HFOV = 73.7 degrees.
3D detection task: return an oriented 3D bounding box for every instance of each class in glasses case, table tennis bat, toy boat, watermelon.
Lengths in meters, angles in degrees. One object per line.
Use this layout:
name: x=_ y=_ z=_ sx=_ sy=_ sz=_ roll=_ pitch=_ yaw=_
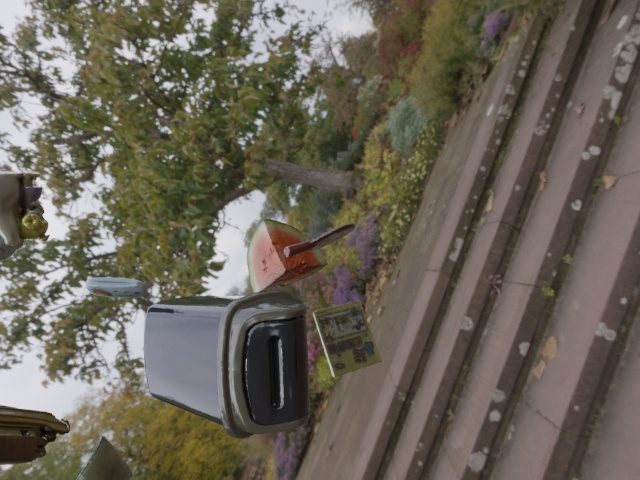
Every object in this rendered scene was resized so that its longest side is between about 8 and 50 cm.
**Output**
glasses case: x=-0.613 y=0.142 z=1.286 sx=0.067 sy=0.178 sz=0.045 roll=94 pitch=179 yaw=-55
table tennis bat: x=0.000 y=0.000 z=0.792 sx=0.154 sy=0.019 sz=0.098 roll=-19 pitch=-12 yaw=-34
toy boat: x=-0.858 y=0.502 z=1.078 sx=0.136 sy=0.162 sz=0.445 roll=-46 pitch=-33 yaw=-6
watermelon: x=-0.080 y=0.044 z=1.042 sx=0.145 sy=0.137 sz=0.193 roll=-10 pitch=-64 yaw=-44

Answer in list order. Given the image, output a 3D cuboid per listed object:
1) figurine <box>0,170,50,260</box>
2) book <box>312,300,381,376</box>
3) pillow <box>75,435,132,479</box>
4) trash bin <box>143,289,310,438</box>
figurine: x=-0.658 y=-0.024 z=0.888 sx=0.155 sy=0.127 sz=0.236 roll=-8 pitch=-74 yaw=-37
book: x=0.077 y=0.277 z=1.233 sx=0.013 sy=0.167 sz=0.192 roll=-48 pitch=56 yaw=53
pillow: x=-0.654 y=0.743 z=1.230 sx=0.302 sy=0.074 sz=0.185 roll=-84 pitch=-25 yaw=-68
trash bin: x=-0.146 y=0.186 z=0.700 sx=0.182 sy=0.290 sz=0.210 roll=-6 pitch=-86 yaw=-56
